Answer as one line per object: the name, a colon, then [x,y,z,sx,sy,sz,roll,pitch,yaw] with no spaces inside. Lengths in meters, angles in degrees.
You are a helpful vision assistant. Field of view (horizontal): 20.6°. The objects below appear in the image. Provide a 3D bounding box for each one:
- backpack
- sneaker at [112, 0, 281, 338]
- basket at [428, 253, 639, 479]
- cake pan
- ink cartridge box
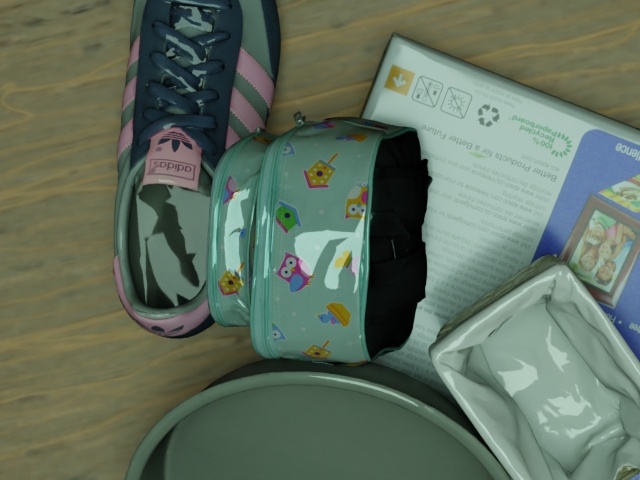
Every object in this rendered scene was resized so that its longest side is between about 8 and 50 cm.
backpack: [0.000,0.000,1.157,0.144,0.188,0.166,6,96,4]
sneaker: [-0.089,-0.086,1.243,0.112,0.131,0.319,2,96,3]
basket: [0.163,0.103,1.203,0.113,0.103,0.167,-35,94,6]
cake pan: [0.006,0.198,1.255,0.293,0.054,0.293,5,123,8]
ink cartridge box: [0.137,0.047,1.282,0.303,0.072,0.307,21,99,-1]
